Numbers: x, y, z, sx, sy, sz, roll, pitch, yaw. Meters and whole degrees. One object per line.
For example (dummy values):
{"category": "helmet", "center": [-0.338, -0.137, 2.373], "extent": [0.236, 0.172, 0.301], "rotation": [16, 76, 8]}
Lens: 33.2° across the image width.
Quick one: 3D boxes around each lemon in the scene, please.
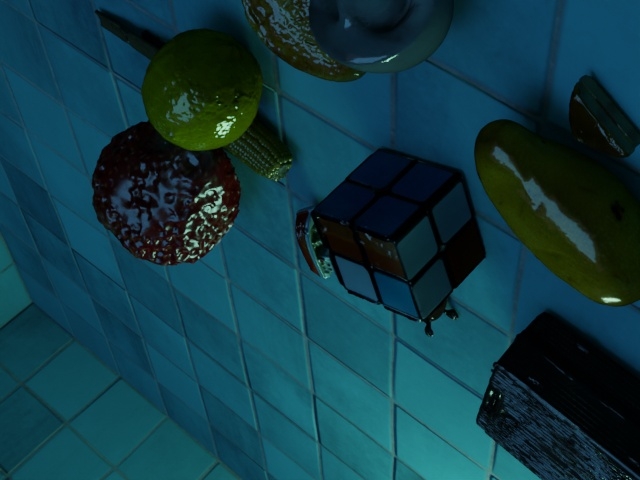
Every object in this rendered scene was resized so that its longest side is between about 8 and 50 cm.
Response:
{"category": "lemon", "center": [-0.195, -0.244, 1.760], "extent": [0.192, 0.192, 0.231], "rotation": [49, 133, -2]}

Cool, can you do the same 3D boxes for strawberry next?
{"category": "strawberry", "center": [-0.294, -0.094, 2.020], "extent": [0.292, 0.292, 0.310], "rotation": [47, 180, 1]}

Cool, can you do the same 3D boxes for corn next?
{"category": "corn", "center": [-0.144, -0.192, 1.888], "extent": [0.238, 0.080, 0.080], "rotation": [40, 154, 12]}

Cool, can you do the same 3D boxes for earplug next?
{"category": "earplug", "center": [0.070, -0.348, 1.258], "extent": [0.214, 0.175, 0.326], "rotation": [26, 138, 37]}

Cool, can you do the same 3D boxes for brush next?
{"category": "brush", "center": [-0.340, -0.376, 1.990], "extent": [0.248, 0.036, 0.043], "rotation": [35, 148, 39]}

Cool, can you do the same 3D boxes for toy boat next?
{"category": "toy boat", "center": [0.000, 0.000, 1.951], "extent": [0.058, 0.069, 0.173], "rotation": [5, 137, 27]}

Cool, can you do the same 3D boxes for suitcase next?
{"category": "suitcase", "center": [0.413, 0.289, 1.629], "extent": [0.335, 0.152, 0.230], "rotation": [39, 152, 23]}

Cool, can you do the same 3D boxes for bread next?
{"category": "bread", "center": [0.325, -0.142, 1.273], "extent": [0.109, 0.043, 0.062], "rotation": [50, 153, -8]}

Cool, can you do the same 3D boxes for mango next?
{"category": "mango", "center": [0.311, -0.041, 1.353], "extent": [0.295, 0.120, 0.177], "rotation": [50, 162, -1]}

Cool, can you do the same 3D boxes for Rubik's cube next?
{"category": "Rubik's cube", "center": [0.120, -0.010, 1.633], "extent": [0.183, 0.167, 0.180], "rotation": [21, 145, 45]}

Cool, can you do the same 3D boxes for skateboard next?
{"category": "skateboard", "center": [0.184, 0.081, 1.800], "extent": [0.080, 0.067, 0.151], "rotation": [41, 150, 37]}

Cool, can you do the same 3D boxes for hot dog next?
{"category": "hot dog", "center": [-0.021, -0.332, 1.436], "extent": [0.153, 0.150, 0.257], "rotation": [-6, 123, 47]}
